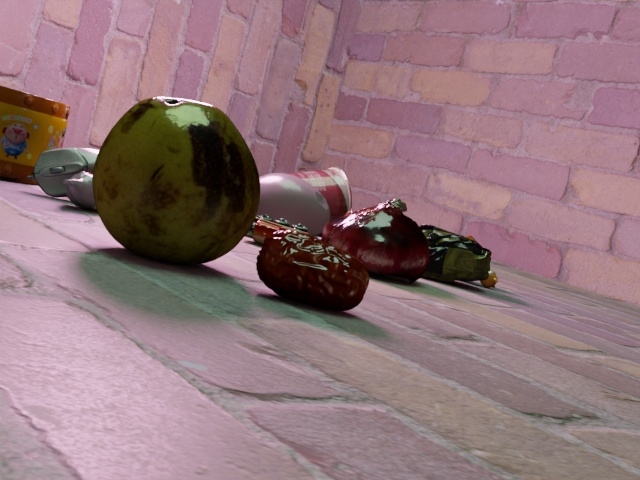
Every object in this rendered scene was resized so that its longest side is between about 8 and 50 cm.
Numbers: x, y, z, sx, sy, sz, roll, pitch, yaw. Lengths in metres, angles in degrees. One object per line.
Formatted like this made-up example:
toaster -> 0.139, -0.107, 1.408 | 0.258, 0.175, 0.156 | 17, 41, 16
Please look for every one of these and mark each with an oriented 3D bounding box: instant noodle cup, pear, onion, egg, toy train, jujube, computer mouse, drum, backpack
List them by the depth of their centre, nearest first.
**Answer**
jujube -> -0.013, 0.050, 1.200 | 0.176, 0.109, 0.112 | 22, 41, -2
pear -> -0.230, -0.097, 1.272 | 0.283, 0.284, 0.283 | 14, 5, -1
computer mouse -> -0.540, -0.157, 1.764 | 0.229, 0.113, 0.068 | -6, -18, -34
toy train -> -0.107, -0.015, 1.850 | 0.176, 0.074, 0.118 | 18, 9, 15
onion -> 0.138, -0.016, 1.862 | 0.272, 0.195, 0.272 | 15, 14, -4
drum -> -0.851, -0.288, 1.950 | 0.431, 0.214, 0.431 | 13, 4, -1
egg -> -0.086, -0.087, 2.104 | 0.232, 0.176, 0.176 | 20, 5, 2
backpack -> 0.341, 0.039, 2.127 | 0.253, 0.140, 0.207 | 10, 7, 3
instant noodle cup -> -0.033, -0.114, 2.403 | 0.178, 0.235, 0.235 | 0, 11, -30

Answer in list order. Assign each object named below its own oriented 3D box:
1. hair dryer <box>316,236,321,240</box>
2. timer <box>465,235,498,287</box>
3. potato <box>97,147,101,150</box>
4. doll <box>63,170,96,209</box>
hair dryer -> 0.000, 0.000, 2.237 | 0.114, 0.037, 0.063 | 7, 3, 3
timer -> 0.452, 0.081, 2.270 | 0.152, 0.132, 0.132 | 41, 14, 19
potato -> -0.509, -0.168, 1.955 | 0.150, 0.146, 0.234 | 58, 14, 1
doll -> -0.491, -0.103, 1.681 | 0.102, 0.075, 0.227 | 1, -7, 9
